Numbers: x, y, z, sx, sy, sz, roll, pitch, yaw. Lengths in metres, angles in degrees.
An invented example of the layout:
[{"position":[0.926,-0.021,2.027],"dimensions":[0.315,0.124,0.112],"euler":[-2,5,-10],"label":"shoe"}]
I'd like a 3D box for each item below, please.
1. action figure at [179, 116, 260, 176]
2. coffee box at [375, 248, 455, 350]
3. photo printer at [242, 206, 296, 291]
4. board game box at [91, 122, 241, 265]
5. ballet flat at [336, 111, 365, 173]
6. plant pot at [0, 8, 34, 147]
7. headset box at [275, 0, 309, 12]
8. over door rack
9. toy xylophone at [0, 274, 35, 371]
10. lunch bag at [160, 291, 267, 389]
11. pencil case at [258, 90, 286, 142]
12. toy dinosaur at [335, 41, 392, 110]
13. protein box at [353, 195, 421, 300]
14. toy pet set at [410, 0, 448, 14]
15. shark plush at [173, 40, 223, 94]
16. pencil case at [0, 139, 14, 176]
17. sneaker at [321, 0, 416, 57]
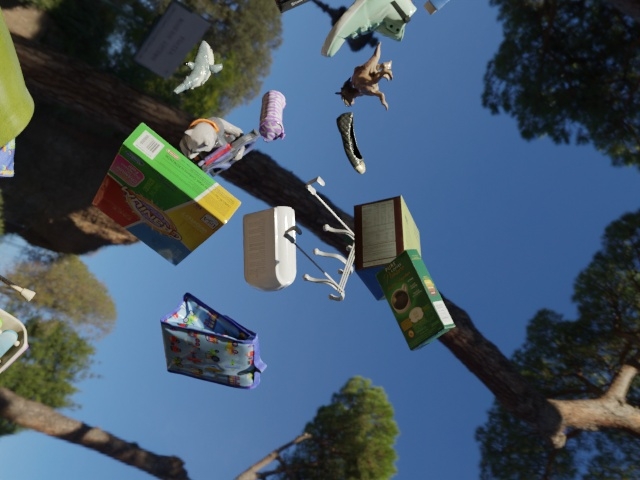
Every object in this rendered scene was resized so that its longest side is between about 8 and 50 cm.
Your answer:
[{"position":[-0.348,-0.235,1.555],"dimensions":[0.341,0.179,0.330],"euler":[-36,-177,-12],"label":"action figure"},{"position":[0.194,0.121,1.174],"dimensions":[0.113,0.040,0.184],"euler":[-47,-122,42],"label":"coffee box"},{"position":[-0.196,0.039,2.133],"dimensions":[0.256,0.107,0.308],"euler":[-9,-99,52],"label":"photo printer"},{"position":[-0.337,-0.080,1.194],"dimensions":[0.316,0.242,0.064],"euler":[-31,-156,54],"label":"board game box"},{"position":[0.090,-0.266,1.548],"dimensions":[0.049,0.057,0.173],"euler":[-17,-84,25],"label":"ballet flat"},{"position":[-0.725,-0.346,1.034],"dimensions":[0.366,0.353,0.367],"euler":[-5,-129,6],"label":"plant pot"},{"position":[-0.066,-0.834,1.725],"dimensions":[0.218,0.110,0.293],"euler":[-23,-128,2],"label":"headset box"},{"position":[0.000,0.000,1.758],"dimensions":[0.108,0.324,0.240],"euler":[-10,-138,32],"label":"over door rack"},{"position":[-0.862,0.173,1.380],"dimensions":[0.236,0.322,0.081],"euler":[-51,-154,10],"label":"toy xylophone"},{"position":[-0.291,0.313,1.609],"dimensions":[0.138,0.293,0.221],"euler":[-53,156,-47],"label":"lunch bag"},{"position":[-0.157,-0.418,1.886],"dimensions":[0.206,0.088,0.086],"euler":[-92,-155,-43],"label":"pencil case"},{"position":[0.155,-0.583,2.064],"dimensions":[0.296,0.200,0.127],"euler":[92,1,-64],"label":"toy dinosaur"},{"position":[0.183,0.025,1.520],"dimensions":[0.135,0.200,0.201],"euler":[-10,-123,20],"label":"protein box"},{"position":[0.297,-0.688,1.564],"dimensions":[0.122,0.114,0.065],"euler":[-45,-173,-30],"label":"toy pet set"},{"position":[-0.314,-0.411,1.374],"dimensions":[0.073,0.067,0.161],"euler":[21,-117,42],"label":"shark plush"},{"position":[-0.971,-0.338,1.680],"dimensions":[0.133,0.119,0.306],"euler":[-132,-130,-67],"label":"pencil case"},{"position":[0.125,-0.531,1.434],"dimensions":[0.256,0.151,0.094],"euler":[-43,-169,22],"label":"sneaker"}]
